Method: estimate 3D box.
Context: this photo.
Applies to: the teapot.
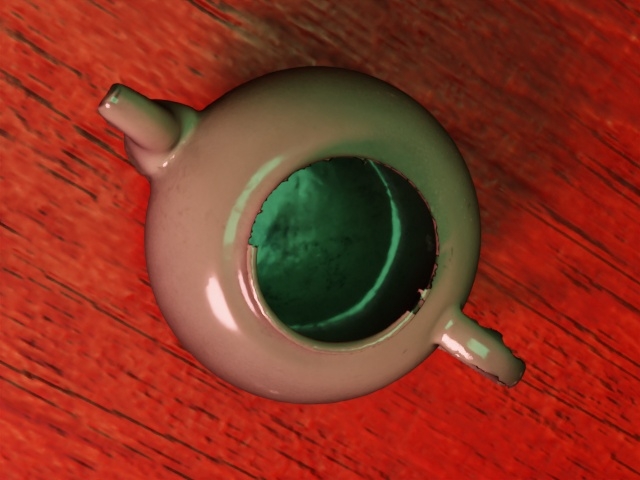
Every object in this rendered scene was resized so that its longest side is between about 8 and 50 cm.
[{"bbox_3d":[0.000,0.000,0.675,0.294,0.129,0.193,34,89,-16],"label":"teapot"}]
